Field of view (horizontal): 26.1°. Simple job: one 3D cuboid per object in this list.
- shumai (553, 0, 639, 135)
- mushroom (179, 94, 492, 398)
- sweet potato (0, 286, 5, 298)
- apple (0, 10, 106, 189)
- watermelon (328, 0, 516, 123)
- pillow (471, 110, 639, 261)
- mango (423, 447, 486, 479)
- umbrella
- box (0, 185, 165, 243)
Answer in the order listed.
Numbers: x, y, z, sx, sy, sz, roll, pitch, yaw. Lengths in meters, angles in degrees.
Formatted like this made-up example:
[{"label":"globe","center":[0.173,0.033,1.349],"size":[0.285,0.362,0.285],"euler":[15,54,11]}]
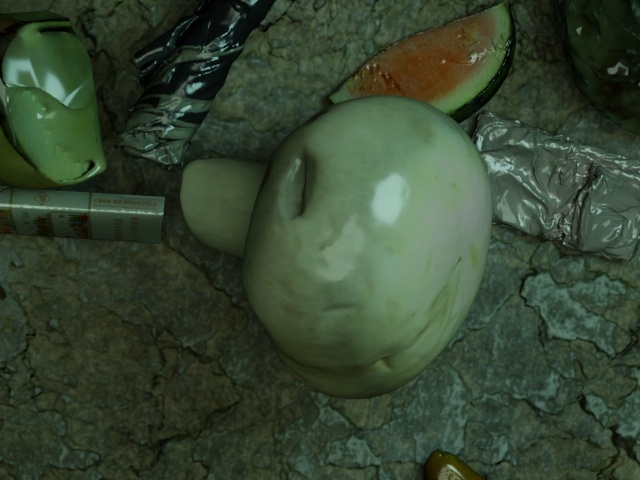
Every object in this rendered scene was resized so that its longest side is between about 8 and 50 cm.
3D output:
[{"label":"shumai","center":[0.444,-0.293,1.517],"size":[0.324,0.323,0.397],"euler":[16,100,-7]},{"label":"mushroom","center":[0.027,0.018,1.544],"size":[0.353,0.353,0.325],"euler":[-14,88,-3]},{"label":"sweet potato","center":[-0.425,0.037,1.644],"size":[0.115,0.026,0.026],"euler":[40,95,-12]},{"label":"apple","center":[-0.328,-0.157,1.526],"size":[0.173,0.207,0.188],"euler":[-3,108,2]},{"label":"watermelon","center":[0.136,-0.193,1.643],"size":[0.245,0.063,0.119],"euler":[-28,84,5]},{"label":"pillow","center":[0.291,-0.062,1.685],"size":[0.248,0.049,0.135],"euler":[17,103,-6]},{"label":"mango","center":[0.174,0.318,1.741],"size":[0.077,0.063,0.127],"euler":[-39,97,8]},{"label":"umbrella","center":[-0.124,-0.245,1.582],"size":[0.106,0.113,0.358],"euler":[30,89,3]},{"label":"box","center":[-0.293,-0.029,1.598],"size":[0.220,0.122,0.032],"euler":[3,75,-7]}]
